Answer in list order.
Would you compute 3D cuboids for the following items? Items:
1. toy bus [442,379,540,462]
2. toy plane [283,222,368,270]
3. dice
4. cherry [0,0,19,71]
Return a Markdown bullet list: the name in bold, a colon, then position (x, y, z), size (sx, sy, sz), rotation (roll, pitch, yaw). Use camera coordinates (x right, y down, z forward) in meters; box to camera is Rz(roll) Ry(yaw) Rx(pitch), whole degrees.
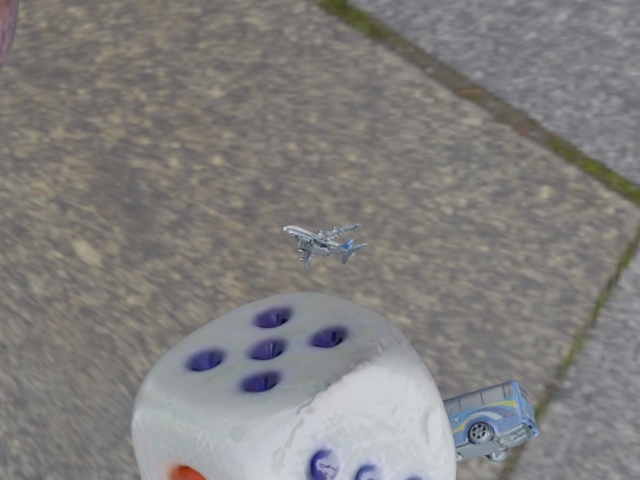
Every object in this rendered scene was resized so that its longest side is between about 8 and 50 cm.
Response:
- **toy bus**: position (0.118, 0.173, 1.776), size (0.153, 0.051, 0.061), rotation (-17, 60, 18)
- **toy plane**: position (0.001, 0.002, 1.751), size (0.084, 0.078, 0.024), rotation (12, 50, -40)
- **dice**: position (-0.022, 0.164, 1.545), size (0.192, 0.194, 0.193), rotation (-31, 117, -32)
- **cherry**: position (-0.323, -0.189, 1.412), size (0.206, 0.239, 0.239), rotation (5, 93, 16)
